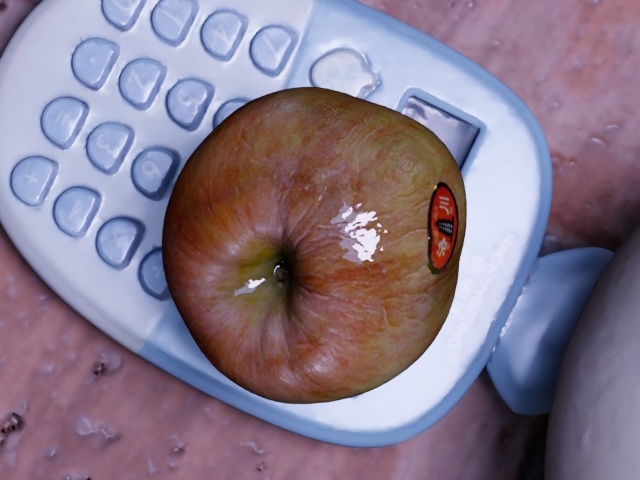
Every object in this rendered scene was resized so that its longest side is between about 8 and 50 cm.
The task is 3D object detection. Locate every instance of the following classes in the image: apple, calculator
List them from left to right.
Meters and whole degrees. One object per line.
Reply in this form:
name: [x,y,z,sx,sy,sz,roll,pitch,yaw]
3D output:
calculator: [-0.005,-0.014,0.820,0.302,0.042,0.188,27,83,-6]
apple: [-0.002,0.001,0.742,0.126,0.102,0.126,9,111,25]

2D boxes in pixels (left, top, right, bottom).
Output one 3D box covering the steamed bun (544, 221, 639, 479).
steamed bun: [0.218,0.084,0.775,0.283,0.177,0.283,-2,97,-19]
